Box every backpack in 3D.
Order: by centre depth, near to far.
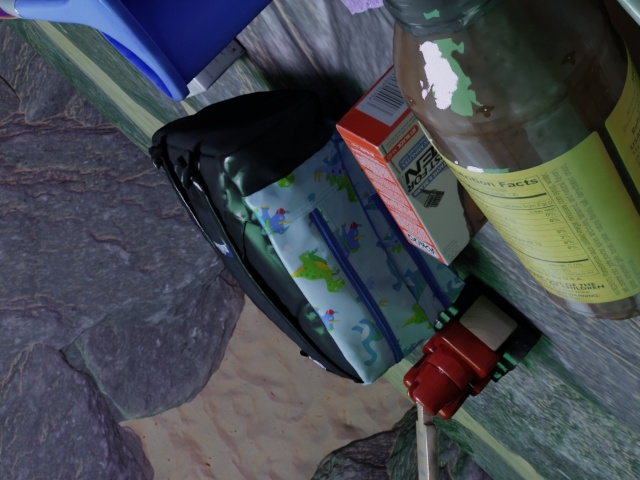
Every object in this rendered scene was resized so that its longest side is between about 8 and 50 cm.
[{"bbox_3d":[0.000,0.000,1.023,0.290,0.273,0.355,18,132,64],"label":"backpack"}]

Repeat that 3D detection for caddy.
[{"bbox_3d":[-0.178,-0.239,0.685,0.241,0.179,0.341,49,176,-39],"label":"caddy"}]

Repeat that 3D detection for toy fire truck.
[{"bbox_3d":[0.164,0.202,1.157,0.158,0.246,0.217,41,171,12],"label":"toy fire truck"}]

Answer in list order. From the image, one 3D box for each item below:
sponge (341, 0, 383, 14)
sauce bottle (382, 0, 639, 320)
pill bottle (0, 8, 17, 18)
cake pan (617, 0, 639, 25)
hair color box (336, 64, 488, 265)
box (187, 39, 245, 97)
[{"bbox_3d":[0.030,-0.200,0.546,0.117,0.031,0.210,46,170,-20],"label":"sponge"},{"bbox_3d":[0.110,-0.074,0.466,0.111,0.111,0.344,34,172,43],"label":"sauce bottle"},{"bbox_3d":[-0.369,-0.344,0.943,0.181,0.181,0.323,44,-178,-7],"label":"pill bottle"},{"bbox_3d":[0.137,-0.110,0.238,0.293,0.054,0.293,48,-175,-6],"label":"cake pan"},{"bbox_3d":[0.090,-0.065,0.726,0.053,0.093,0.167,35,169,40],"label":"hair color box"},{"bbox_3d":[-0.172,-0.242,1.076,0.126,0.072,0.137,45,170,-17],"label":"box"}]
